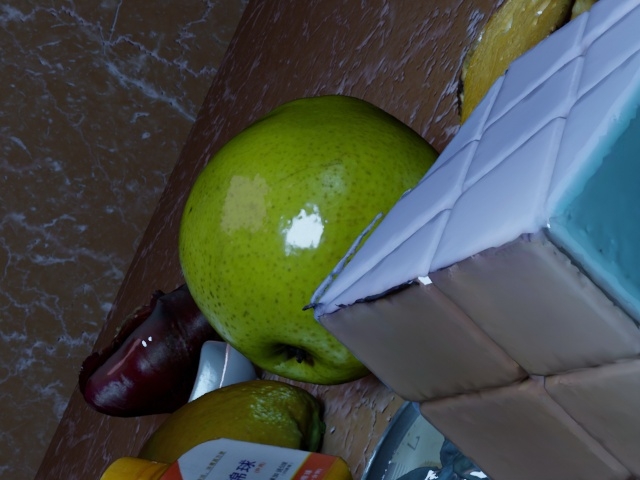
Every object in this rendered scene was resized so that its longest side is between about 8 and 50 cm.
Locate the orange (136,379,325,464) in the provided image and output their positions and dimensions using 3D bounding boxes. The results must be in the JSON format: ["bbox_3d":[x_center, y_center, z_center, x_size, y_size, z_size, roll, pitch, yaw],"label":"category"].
[{"bbox_3d":[-0.109,0.285,1.271,0.262,0.196,0.334,-39,19,26],"label":"orange"}]

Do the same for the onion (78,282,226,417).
[{"bbox_3d":[-0.224,0.183,1.750,0.272,0.195,0.272,-40,4,3],"label":"onion"}]

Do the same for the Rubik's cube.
[{"bbox_3d":[0.173,0.013,0.586,0.231,0.224,0.221,-51,10,-24],"label":"Rubik's cube"}]

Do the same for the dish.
[{"bbox_3d":[-0.148,0.244,1.574,0.212,0.077,0.151,-68,15,-13],"label":"dish"}]

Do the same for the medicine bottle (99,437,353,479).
[{"bbox_3d":[-0.089,0.260,1.046,0.149,0.222,0.112,-50,-42,-51],"label":"medicine bottle"}]

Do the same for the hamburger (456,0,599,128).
[{"bbox_3d":[0.202,-0.148,1.028,0.191,0.118,0.182,-24,40,60],"label":"hamburger"}]

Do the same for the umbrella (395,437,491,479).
[{"bbox_3d":[0.150,0.084,0.846,0.094,0.143,0.349,75,-146,-49],"label":"umbrella"}]

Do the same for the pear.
[{"bbox_3d":[0.000,0.000,1.164,0.294,0.294,0.294,-55,19,29],"label":"pear"}]

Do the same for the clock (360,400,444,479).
[{"bbox_3d":[0.092,0.210,0.947,0.226,0.049,0.226,-56,17,28],"label":"clock"}]
